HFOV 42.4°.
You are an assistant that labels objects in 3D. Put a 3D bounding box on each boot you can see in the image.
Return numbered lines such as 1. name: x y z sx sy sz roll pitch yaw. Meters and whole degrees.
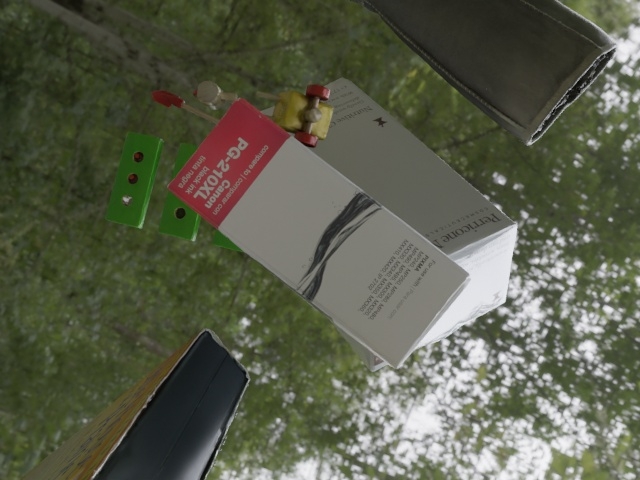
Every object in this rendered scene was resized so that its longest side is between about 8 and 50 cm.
1. boot: 0.102 -0.176 0.544 0.189 0.208 0.076 -50 159 -20

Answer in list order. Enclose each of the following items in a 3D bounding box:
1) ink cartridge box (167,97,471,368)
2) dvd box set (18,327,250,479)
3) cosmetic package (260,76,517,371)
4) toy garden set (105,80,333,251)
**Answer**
1. ink cartridge box: 0.000 0.000 0.729 0.100 0.237 0.172 -52 177 -3
2. dvd box set: -0.243 0.249 0.556 0.420 0.062 0.307 -40 -173 12
3. cosmetic package: 0.051 -0.037 1.093 0.385 0.217 0.156 45 -28 40
4. toy garden set: -0.106 -0.093 0.964 0.049 0.244 0.204 31 73 -78
